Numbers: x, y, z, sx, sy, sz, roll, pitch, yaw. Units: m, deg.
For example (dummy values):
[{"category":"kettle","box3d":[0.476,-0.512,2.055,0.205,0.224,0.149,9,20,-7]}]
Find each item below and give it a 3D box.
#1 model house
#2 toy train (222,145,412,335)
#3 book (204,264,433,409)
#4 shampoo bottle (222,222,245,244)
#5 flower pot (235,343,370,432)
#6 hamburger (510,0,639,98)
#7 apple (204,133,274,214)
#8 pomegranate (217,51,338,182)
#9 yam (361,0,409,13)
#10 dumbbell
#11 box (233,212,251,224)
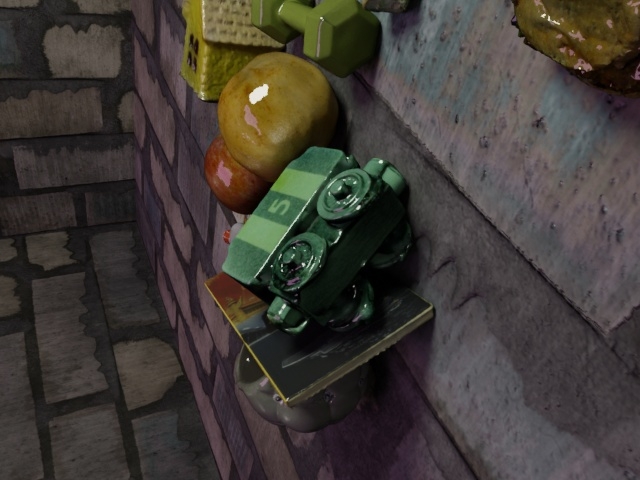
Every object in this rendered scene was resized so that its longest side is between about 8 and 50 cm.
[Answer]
[{"category":"model house","box3d":[-0.181,-0.425,1.074,0.175,0.193,0.234,57,142,38]},{"category":"toy train","box3d":[0.000,0.000,0.795,0.238,0.299,0.167,22,161,49]},{"category":"book","box3d":[-0.025,0.097,0.876,0.374,0.262,0.028,38,153,52]},{"category":"shampoo bottle","box3d":[-0.200,0.007,1.325,0.221,0.051,0.108,18,119,58]},{"category":"flower pot","box3d":[-0.029,0.229,0.940,0.246,0.195,0.246,-39,30,28]},{"category":"hamburger","box3d":[0.250,-0.229,0.410,0.183,0.130,0.206,54,162,43]},{"category":"apple","box3d":[-0.159,-0.153,1.122,0.174,0.188,0.188,58,147,17]},{"category":"pomegranate","box3d":[-0.078,-0.219,0.918,0.233,0.233,0.233,30,124,56]},{"category":"yam","box3d":[0.102,-0.487,0.634,0.083,0.083,0.372,40,132,51]},{"category":"dumbbell","box3d":[-0.020,-0.374,0.868,0.108,0.121,0.302,-56,43,14]},{"category":"box","box3d":[-0.186,-0.043,1.375,0.220,0.032,0.122,60,147,34]}]
